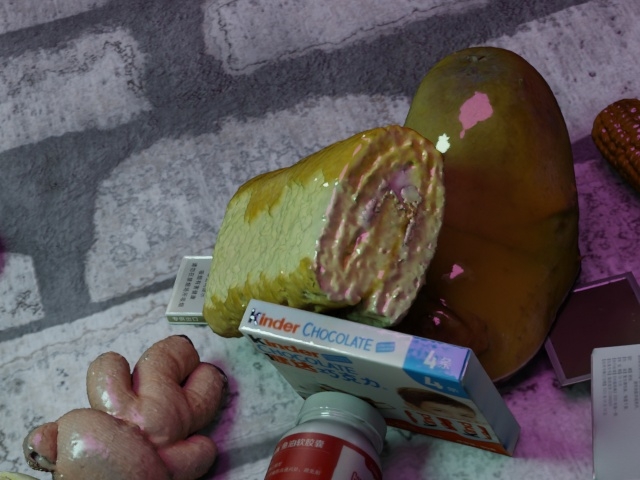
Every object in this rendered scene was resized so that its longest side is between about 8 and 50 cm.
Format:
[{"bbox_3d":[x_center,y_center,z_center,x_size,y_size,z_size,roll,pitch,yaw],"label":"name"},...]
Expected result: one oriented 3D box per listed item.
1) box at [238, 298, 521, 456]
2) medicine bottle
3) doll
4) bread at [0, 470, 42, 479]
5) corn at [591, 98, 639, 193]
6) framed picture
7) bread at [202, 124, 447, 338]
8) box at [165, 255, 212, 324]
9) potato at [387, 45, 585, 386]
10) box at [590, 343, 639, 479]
[{"bbox_3d":[0.073,0.160,1.846,0.273,0.265,0.048,12,69,26],"label":"box"},{"bbox_3d":[-0.006,0.301,1.820,0.131,0.131,0.250,5,48,20],"label":"medicine bottle"},{"bbox_3d":[-0.226,0.240,1.952,0.201,0.156,0.303,42,36,-1],"label":"doll"},{"bbox_3d":[-0.380,0.406,1.780,0.306,0.158,0.305,-15,47,17],"label":"bread"},{"bbox_3d":[0.487,-0.074,2.072,0.120,0.120,0.363,-30,43,-15],"label":"corn"},{"bbox_3d":[0.343,0.110,1.980,0.142,0.011,0.183,-14,34,0],"label":"framed picture"},{"bbox_3d":[0.000,0.000,1.924,0.375,0.165,0.236,-22,47,63],"label":"bread"},{"bbox_3d":[-0.102,0.065,2.149,0.198,0.029,0.109,0,47,15],"label":"box"},{"bbox_3d":[0.167,-0.051,1.994,0.290,0.296,0.397,15,46,31],"label":"potato"},{"bbox_3d":[0.457,0.212,1.791,0.300,0.106,0.200,-6,45,15],"label":"box"}]
